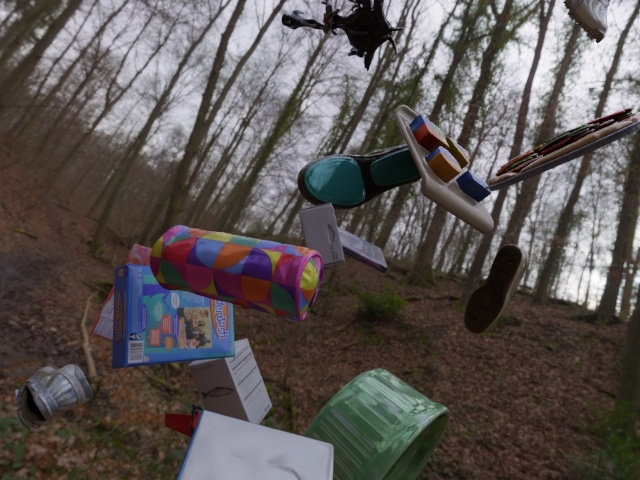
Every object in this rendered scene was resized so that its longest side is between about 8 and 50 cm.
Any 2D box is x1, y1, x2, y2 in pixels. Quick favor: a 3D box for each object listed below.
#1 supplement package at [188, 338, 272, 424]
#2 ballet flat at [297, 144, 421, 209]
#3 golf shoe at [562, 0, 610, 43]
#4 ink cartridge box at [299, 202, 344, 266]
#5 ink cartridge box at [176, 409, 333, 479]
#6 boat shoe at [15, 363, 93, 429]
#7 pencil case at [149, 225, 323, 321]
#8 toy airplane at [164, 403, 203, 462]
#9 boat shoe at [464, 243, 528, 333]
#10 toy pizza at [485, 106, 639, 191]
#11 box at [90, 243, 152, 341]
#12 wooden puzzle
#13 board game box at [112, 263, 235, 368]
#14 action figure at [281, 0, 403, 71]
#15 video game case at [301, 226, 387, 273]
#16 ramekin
[{"bbox_3d":[-0.203,0.333,0.949,0.105,0.179,0.105,-18,5,21],"label":"supplement package"},{"bbox_3d":[0.112,-0.190,1.285,0.182,0.482,0.164,-6,-80,60],"label":"ballet flat"},{"bbox_3d":[0.436,-0.399,0.656,0.069,0.176,0.086,12,-25,-32],"label":"golf shoe"},{"bbox_3d":[0.000,0.000,0.927,0.072,0.128,0.175,-12,-8,-3],"label":"ink cartridge box"},{"bbox_3d":[-0.088,0.287,0.409,0.134,0.078,0.231,19,-63,-8],"label":"ink cartridge box"},{"bbox_3d":[-0.620,0.354,0.926,0.320,0.103,0.118,-21,-85,37],"label":"boat shoe"},{"bbox_3d":[-0.115,0.041,0.571,0.236,0.104,0.104,10,-24,20],"label":"pencil case"},{"bbox_3d":[-0.226,0.364,0.758,0.151,0.151,0.028,22,20,11],"label":"toy airplane"},{"bbox_3d":[0.557,0.160,1.299,0.098,0.302,0.109,16,11,-40],"label":"boat shoe"},{"bbox_3d":[0.308,-0.119,0.535,0.032,0.201,0.201,65,-24,1],"label":"toy pizza"},{"bbox_3d":[-0.557,0.184,1.313,0.154,0.300,0.142,13,-19,16],"label":"box"},{"bbox_3d":[0.372,-0.220,1.200,0.322,0.348,0.080,25,-47,-34],"label":"wooden puzzle"},{"bbox_3d":[-0.247,0.131,0.725,0.047,0.160,0.210,-17,-19,37],"label":"board game box"},{"bbox_3d":[0.060,-0.465,0.859,0.275,0.141,0.164,28,-35,18],"label":"action figure"},{"bbox_3d":[0.075,0.003,1.300,0.274,0.026,0.196,27,16,-5],"label":"video game case"},{"bbox_3d":[0.088,0.387,0.767,0.148,0.303,0.303,34,-12,34],"label":"ramekin"}]
